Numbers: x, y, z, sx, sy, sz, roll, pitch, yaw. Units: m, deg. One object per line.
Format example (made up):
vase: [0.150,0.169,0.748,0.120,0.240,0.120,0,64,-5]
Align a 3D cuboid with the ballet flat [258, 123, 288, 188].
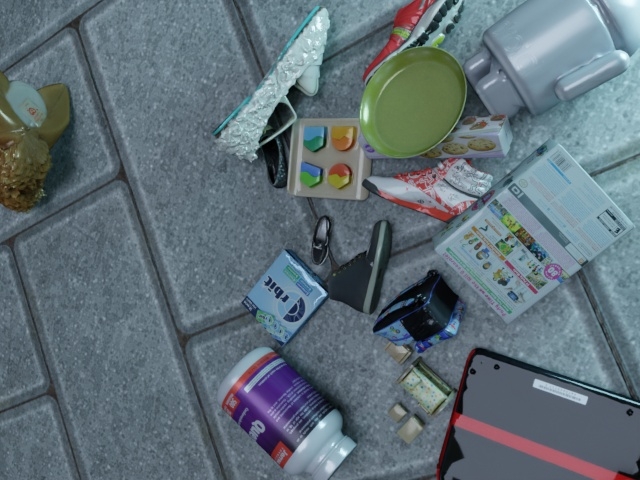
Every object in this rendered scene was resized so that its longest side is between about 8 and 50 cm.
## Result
ballet flat: [-0.119,-0.212,1.413,0.058,0.049,0.173,-21,82,21]

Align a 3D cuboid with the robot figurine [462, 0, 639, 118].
robot figurine: [0.456,-0.379,1.088,0.354,0.200,0.299,-34,49,19]

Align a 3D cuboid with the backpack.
backpack: [0.205,0.167,1.230,0.173,0.158,0.117,-38,95,32]

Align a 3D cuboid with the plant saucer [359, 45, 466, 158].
plant saucer: [0.192,-0.280,1.177,0.241,0.037,0.240,-9,75,34]

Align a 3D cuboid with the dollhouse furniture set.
dollhouse furniture set: [0.175,0.336,1.268,0.182,0.101,0.161,42,105,17]

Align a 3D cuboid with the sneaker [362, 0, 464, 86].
sneaker: [0.194,-0.451,1.269,0.279,0.107,0.118,-45,55,15]

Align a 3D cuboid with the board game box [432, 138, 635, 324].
board game box: [0.410,-0.015,1.129,0.303,0.097,0.224,-43,98,17]

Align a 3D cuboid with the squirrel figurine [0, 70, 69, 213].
squirrel figurine: [-0.940,-0.275,1.647,0.371,0.281,0.396,-17,81,28]

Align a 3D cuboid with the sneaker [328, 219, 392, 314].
sneaker: [0.087,0.051,1.312,0.118,0.083,0.221,16,98,22]

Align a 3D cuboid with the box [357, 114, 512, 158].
box: [0.235,-0.216,1.206,0.324,0.067,0.063,6,54,36]

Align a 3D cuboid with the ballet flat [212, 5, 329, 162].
ballet flat: [-0.090,-0.356,1.362,0.147,0.147,0.409,43,97,17]

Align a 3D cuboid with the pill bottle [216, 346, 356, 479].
pill bottle: [-0.077,0.412,1.332,0.323,0.181,0.181,39,105,18]

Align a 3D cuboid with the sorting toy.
sorting toy: [0.019,-0.197,1.362,0.208,0.038,0.192,6,93,22]

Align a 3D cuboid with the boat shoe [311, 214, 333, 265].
boat shoe: [0.000,0.000,1.372,0.046,0.038,0.125,20,98,21]

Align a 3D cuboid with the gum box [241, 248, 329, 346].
gum box: [-0.084,0.141,1.408,0.157,0.041,0.184,44,105,16]

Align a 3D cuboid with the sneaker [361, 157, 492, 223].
sneaker: [0.236,-0.132,1.246,0.270,0.090,0.144,23,98,17]

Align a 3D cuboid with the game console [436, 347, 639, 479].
game console: [0.457,0.441,1.184,0.387,0.060,0.341,16,92,21]
